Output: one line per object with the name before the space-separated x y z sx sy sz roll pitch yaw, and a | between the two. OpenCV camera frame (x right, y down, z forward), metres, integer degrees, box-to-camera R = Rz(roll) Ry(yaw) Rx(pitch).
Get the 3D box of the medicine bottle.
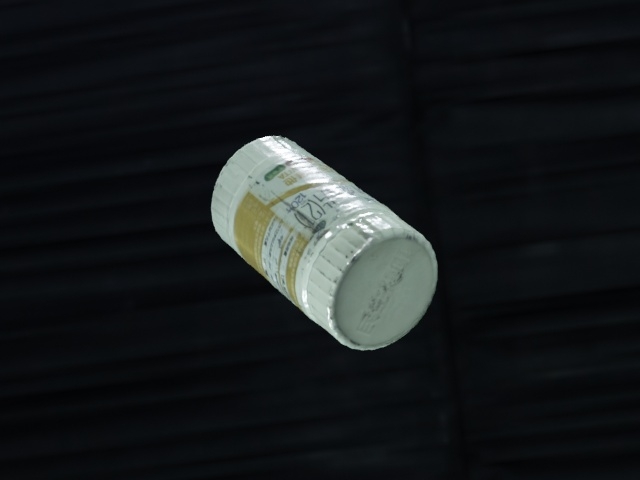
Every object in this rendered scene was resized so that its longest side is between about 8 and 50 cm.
medicine bottle | 0.000 0.000 0.662 0.083 0.047 0.047 40 148 48
